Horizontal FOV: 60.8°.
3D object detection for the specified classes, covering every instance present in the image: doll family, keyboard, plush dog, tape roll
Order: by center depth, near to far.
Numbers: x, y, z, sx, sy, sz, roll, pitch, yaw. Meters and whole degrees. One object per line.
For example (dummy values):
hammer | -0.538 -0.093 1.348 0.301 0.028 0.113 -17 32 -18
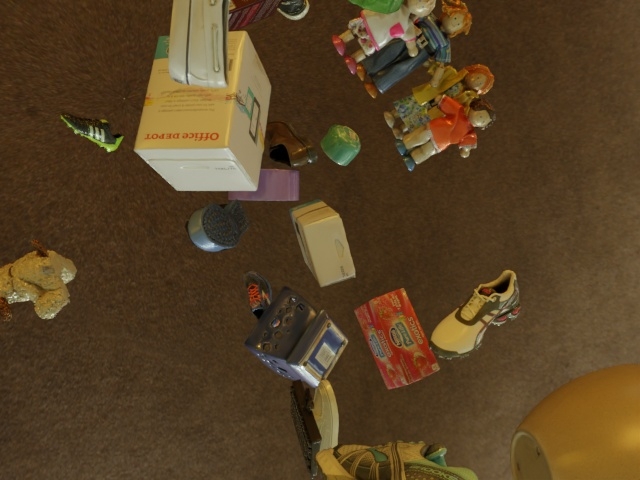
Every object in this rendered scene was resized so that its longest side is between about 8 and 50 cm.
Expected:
doll family | 0.143 -0.238 0.747 0.163 0.118 0.263 -28 113 20
keyboard | -0.029 0.307 0.937 0.023 0.180 0.108 3 106 -15
tape roll | -0.150 -0.146 1.440 0.189 0.189 0.080 -1 94 -20
plush dog | -0.912 0.121 1.678 0.225 0.262 0.211 -23 127 -2

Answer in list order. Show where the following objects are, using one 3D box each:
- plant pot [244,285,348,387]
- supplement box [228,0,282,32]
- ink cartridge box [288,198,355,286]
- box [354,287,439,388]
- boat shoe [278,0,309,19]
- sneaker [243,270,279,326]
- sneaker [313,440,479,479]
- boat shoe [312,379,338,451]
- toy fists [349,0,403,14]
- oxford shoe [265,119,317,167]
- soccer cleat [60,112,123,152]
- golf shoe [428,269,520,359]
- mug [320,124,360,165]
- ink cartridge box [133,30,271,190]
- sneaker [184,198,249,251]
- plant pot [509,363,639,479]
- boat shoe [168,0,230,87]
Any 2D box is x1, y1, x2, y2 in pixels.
plant pot | -0.060 0.321 1.741 0.236 0.212 0.236 -56 140 -19
supplement box | -0.200 -0.615 1.414 0.239 0.130 0.073 -36 96 -32
ink cartridge box | 0.000 0.000 1.869 0.129 0.307 0.223 -18 106 -7
box | 0.218 0.286 1.581 0.122 0.128 0.257 -17 76 -26
boat shoe | -0.161 -0.760 1.584 0.302 0.091 0.114 33 88 14
sneaker | -0.210 0.208 1.891 0.083 0.087 0.221 -25 93 27
sneaker | 0.081 0.267 0.576 0.122 0.283 0.110 -26 88 -16
boat shoe | -0.005 0.468 1.373 0.081 0.079 0.227 -3 97 -22
toy fists | -0.009 -0.302 0.398 0.096 0.279 0.142 -27 157 -46
oxford shoe | -0.106 -0.259 1.446 0.096 0.227 0.083 -25 128 -21
soccer cleat | -0.613 -0.305 1.468 0.072 0.060 0.179 -52 146 2
golf shoe | 0.347 0.163 1.241 0.273 0.105 0.120 -30 132 -27
mug | 0.072 -0.358 1.953 0.097 0.129 0.158 -45 77 31
ink cartridge box | -0.236 -0.264 1.153 0.198 0.197 0.270 2 71 12
sneaker | -0.188 -0.016 0.911 0.090 0.232 0.081 -23 95 9
plant pot | 0.391 0.328 0.782 0.191 0.284 0.284 -3 105 -8
boat shoe | -0.135 -0.330 0.693 0.088 0.096 0.267 10 105 -5
